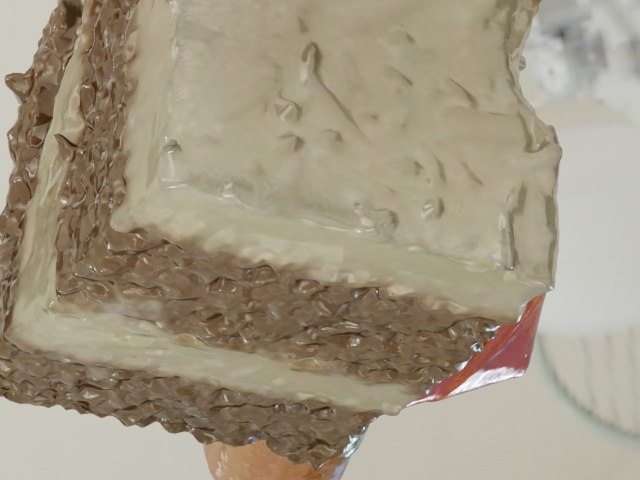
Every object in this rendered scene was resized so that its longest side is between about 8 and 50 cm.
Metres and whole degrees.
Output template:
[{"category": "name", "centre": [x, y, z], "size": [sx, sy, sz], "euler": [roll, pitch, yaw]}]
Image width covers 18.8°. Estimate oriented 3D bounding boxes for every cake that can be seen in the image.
[{"category": "cake", "centre": [-0.017, -0.025, 0.558], "size": [0.147, 0.134, 0.135], "euler": [130, 148, -57]}]

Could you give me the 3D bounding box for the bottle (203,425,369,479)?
[{"category": "bottle", "centre": [-0.018, 0.084, 0.850], "size": [0.187, 0.069, 0.069], "euler": [110, 145, -59]}]

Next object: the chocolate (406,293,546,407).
[{"category": "chocolate", "centre": [0.000, 0.000, 1.229], "size": [0.237, 0.235, 0.108], "euler": [49, 131, 31]}]
